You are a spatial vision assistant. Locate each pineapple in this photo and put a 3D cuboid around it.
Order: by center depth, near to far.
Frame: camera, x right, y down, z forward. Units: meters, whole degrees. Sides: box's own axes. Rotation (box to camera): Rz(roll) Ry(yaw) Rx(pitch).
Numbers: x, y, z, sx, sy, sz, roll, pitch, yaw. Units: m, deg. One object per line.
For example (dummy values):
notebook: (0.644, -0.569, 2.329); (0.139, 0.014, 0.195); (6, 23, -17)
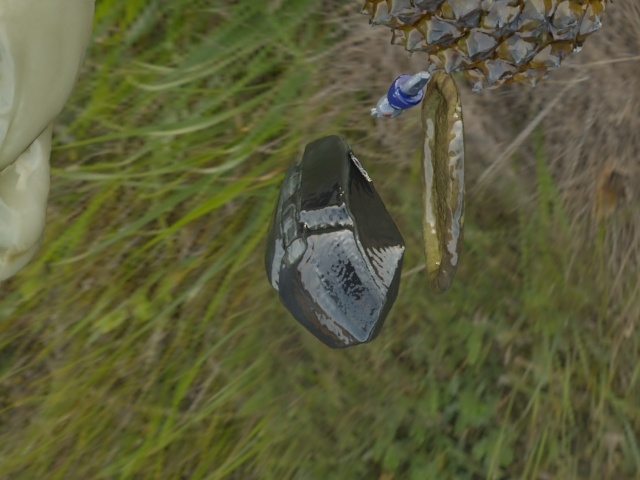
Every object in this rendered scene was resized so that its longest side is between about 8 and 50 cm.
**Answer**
pineapple: (0.022, -0.109, 0.619); (0.103, 0.221, 0.083); (-33, 52, 25)

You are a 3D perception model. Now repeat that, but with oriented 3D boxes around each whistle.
whistle: (0.072, -0.125, 1.619); (0.033, 0.083, 0.029); (-4, 72, -27)

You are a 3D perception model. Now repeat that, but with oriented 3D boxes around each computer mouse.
computer mouse: (0.000, 0.000, 1.390); (0.106, 0.062, 0.192); (-49, 42, 31)

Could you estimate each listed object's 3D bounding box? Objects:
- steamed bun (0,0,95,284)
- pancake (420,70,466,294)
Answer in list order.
steamed bun: (-0.254, -0.074, 0.826); (0.289, 0.203, 0.276); (-38, 64, 29)
pancake: (0.100, -0.049, 1.554); (0.021, 0.199, 0.199); (0, 96, -5)
